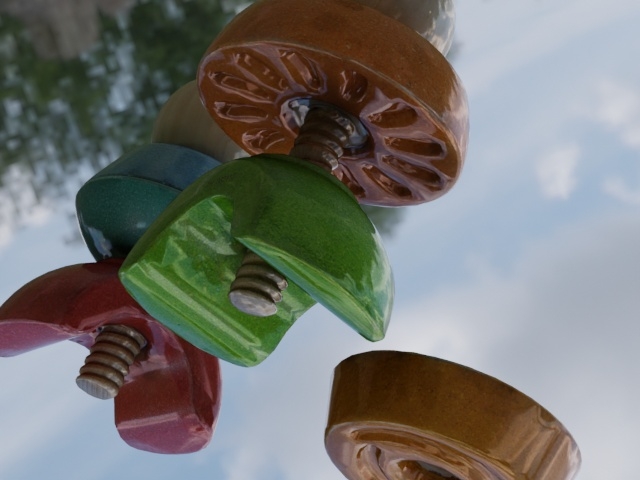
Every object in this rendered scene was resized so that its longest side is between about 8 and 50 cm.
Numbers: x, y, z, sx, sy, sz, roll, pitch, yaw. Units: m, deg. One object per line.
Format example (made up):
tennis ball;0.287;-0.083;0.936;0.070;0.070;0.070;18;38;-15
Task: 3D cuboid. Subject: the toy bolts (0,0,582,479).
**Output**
toy bolts;0.000;0.000;0.751;0.228;0.218;0.158;-11;-134;48
